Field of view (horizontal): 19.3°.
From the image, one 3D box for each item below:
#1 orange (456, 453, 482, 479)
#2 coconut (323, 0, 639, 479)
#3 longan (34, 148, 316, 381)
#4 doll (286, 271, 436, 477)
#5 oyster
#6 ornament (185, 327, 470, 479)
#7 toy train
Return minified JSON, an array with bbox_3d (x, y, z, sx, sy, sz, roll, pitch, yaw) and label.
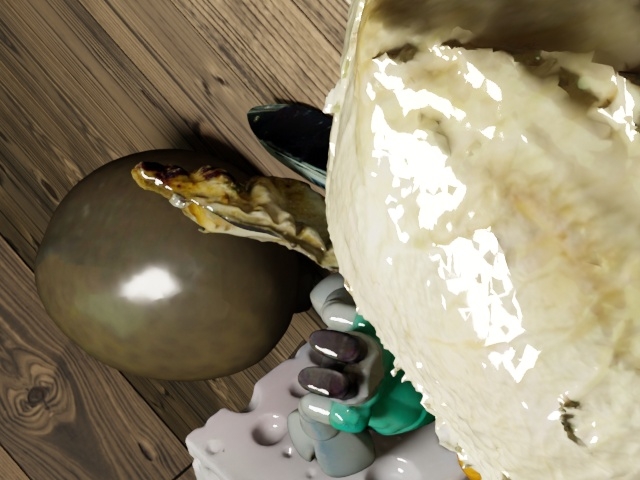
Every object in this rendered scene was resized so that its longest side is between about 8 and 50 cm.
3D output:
[{"bbox_3d":[0.168,0.194,1.762,0.083,0.083,0.083,45,163,17],"label":"orange"},{"bbox_3d":[0.167,-0.047,0.766,0.346,0.346,0.360,44,157,19],"label":"coconut"},{"bbox_3d":[-0.146,0.025,1.956,0.300,0.300,0.243,30,114,50],"label":"longan"},{"bbox_3d":[0.038,0.106,1.754,0.153,0.195,0.258,19,152,22],"label":"doll"},{"bbox_3d":[0.000,0.000,1.622,0.345,0.079,0.128,25,-177,-5],"label":"oyster"},{"bbox_3d":[0.040,0.269,1.943,0.239,0.239,0.240,39,155,34],"label":"ornament"},{"bbox_3d":[0.015,-0.069,1.630,0.252,0.055,0.048,31,165,50],"label":"toy train"}]
